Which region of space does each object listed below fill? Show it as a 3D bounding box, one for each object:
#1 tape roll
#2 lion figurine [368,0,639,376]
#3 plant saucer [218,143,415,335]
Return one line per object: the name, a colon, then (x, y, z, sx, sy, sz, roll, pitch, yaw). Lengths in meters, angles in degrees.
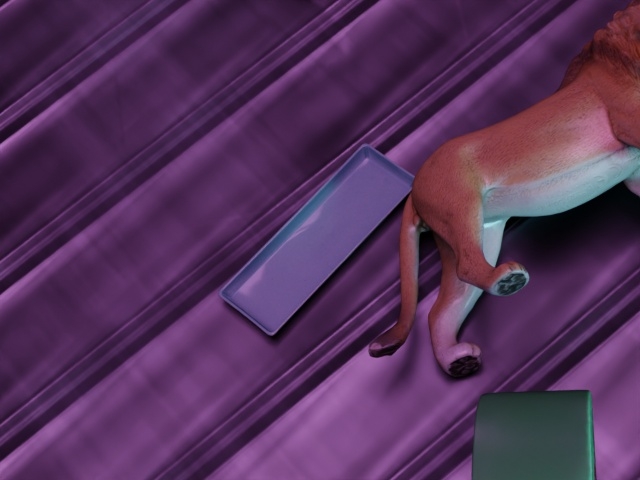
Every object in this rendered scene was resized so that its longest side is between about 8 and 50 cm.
tape roll: (0.150, 0.260, 1.156, 0.077, 0.321, 0.321, -3, 61, 10)
lion figurine: (0.192, -0.062, 1.436, 0.392, 0.142, 0.240, -22, 52, 3)
plant saucer: (0.000, 0.000, 1.505, 0.067, 0.018, 0.192, 37, 74, 26)
